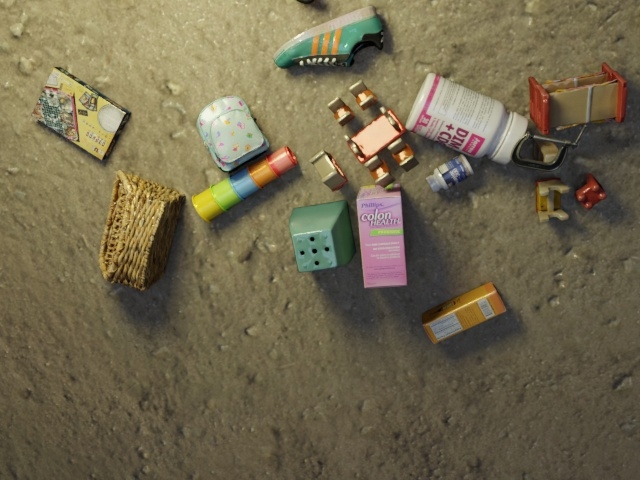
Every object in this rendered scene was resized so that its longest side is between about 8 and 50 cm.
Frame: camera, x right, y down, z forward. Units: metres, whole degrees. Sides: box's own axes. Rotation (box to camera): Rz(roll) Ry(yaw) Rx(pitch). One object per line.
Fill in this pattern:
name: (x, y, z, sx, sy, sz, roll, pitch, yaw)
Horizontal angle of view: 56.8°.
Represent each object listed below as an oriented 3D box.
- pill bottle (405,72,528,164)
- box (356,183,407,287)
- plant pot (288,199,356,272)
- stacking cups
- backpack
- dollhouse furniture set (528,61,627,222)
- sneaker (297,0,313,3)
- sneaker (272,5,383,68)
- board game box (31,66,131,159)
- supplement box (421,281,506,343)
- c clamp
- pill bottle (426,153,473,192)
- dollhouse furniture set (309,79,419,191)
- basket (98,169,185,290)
pill bottle: (0.382, -0.313, 1.555, 0.283, 0.160, 0.160, 23, 106, 1)
box: (0.173, -0.019, 1.630, 0.117, 0.213, 0.243, -5, 103, 8)
plant pot: (0.000, 0.000, 1.645, 0.165, 0.234, 0.166, -9, 103, 8)
stacking cups: (-0.218, -0.171, 1.701, 0.316, 0.096, 0.096, -32, 99, 13)
backpack: (-0.250, -0.301, 1.639, 0.165, 0.144, 0.188, -31, 93, -8)
dollhouse furniture set: (0.667, -0.251, 1.567, 0.201, 0.152, 0.374, -7, 121, 8)
sneaker: (-0.087, -0.773, 1.505, 0.146, 0.134, 0.344, -20, 101, 14)
sneaker: (0.024, -0.508, 1.576, 0.302, 0.108, 0.121, -21, 97, 10)
board game box: (-0.700, -0.370, 1.733, 0.243, 0.042, 0.165, 33, 106, -3)
supplement box: (0.415, 0.212, 1.731, 0.233, 0.078, 0.080, -25, 103, 13)
c clamp: (0.563, -0.236, 1.483, 0.160, 0.022, 0.137, 5, 127, -2)
pill bottle: (0.357, -0.183, 1.641, 0.120, 0.067, 0.067, -30, 99, 13)
dollhouse furniture set: (0.107, -0.250, 1.611, 0.259, 0.135, 0.262, -35, 73, 14)
basket: (-0.557, -0.026, 1.716, 0.223, 0.213, 0.299, 20, 106, 1)
